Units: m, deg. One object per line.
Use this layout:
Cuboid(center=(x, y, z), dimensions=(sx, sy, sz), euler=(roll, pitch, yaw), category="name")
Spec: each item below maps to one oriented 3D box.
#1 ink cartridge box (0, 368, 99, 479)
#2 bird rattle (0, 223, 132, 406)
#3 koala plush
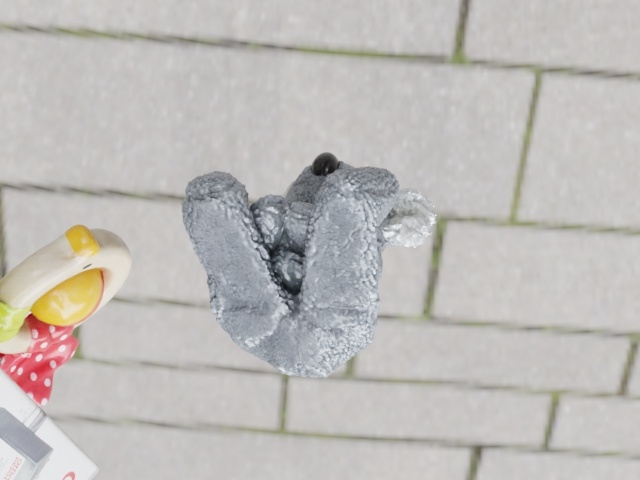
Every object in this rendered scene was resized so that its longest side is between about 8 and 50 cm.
Cuboid(center=(-0.250, 0.138, 1.139), dimensions=(0.092, 0.158, 0.218), euler=(27, 163, 30), category="ink cartridge box")
Cuboid(center=(-0.268, 0.070, 1.826), dimensions=(0.207, 0.143, 0.253), euler=(-35, 154, 3), category="bird rattle")
Cuboid(center=(0.000, 0.000, 1.776), dimensions=(0.196, 0.221, 0.203), euler=(-2, 112, 18), category="koala plush")
